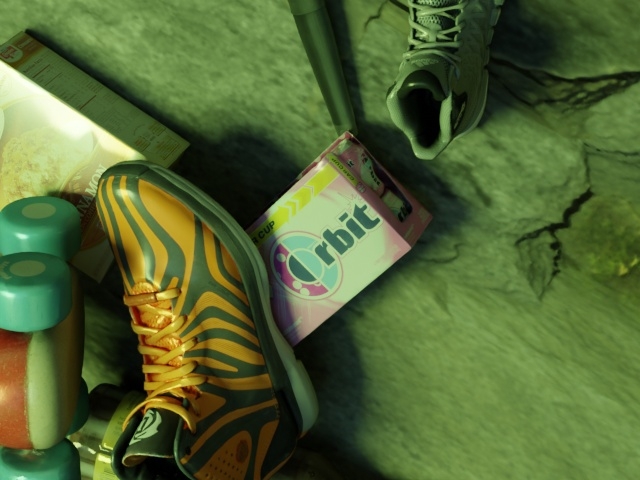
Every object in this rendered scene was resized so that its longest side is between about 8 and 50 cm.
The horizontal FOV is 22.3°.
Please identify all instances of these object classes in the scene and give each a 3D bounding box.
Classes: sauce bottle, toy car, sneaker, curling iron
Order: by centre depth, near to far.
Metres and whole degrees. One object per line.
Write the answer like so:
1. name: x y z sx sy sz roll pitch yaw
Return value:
1. sneaker: 0.097 -0.169 1.280 0.086 0.132 0.229 5 116 16
2. curling iron: -0.024 -0.209 1.361 0.068 0.035 0.274 -5 119 43
3. sneaker: -0.121 0.098 1.380 0.124 0.180 0.321 -9 120 41
4. toy car: -0.325 0.095 1.398 0.238 0.210 0.219 0 117 -4
5. sauce bottle: -0.068 0.235 1.535 0.344 0.111 0.111 18 118 10

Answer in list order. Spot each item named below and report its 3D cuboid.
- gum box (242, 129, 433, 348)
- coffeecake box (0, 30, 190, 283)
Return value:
1. gum box: 0.000 0.000 1.419 0.107 0.062 0.188 45 126 -5
2. coffeecake box: -0.235 -0.075 1.469 0.185 0.068 0.142 34 121 1
